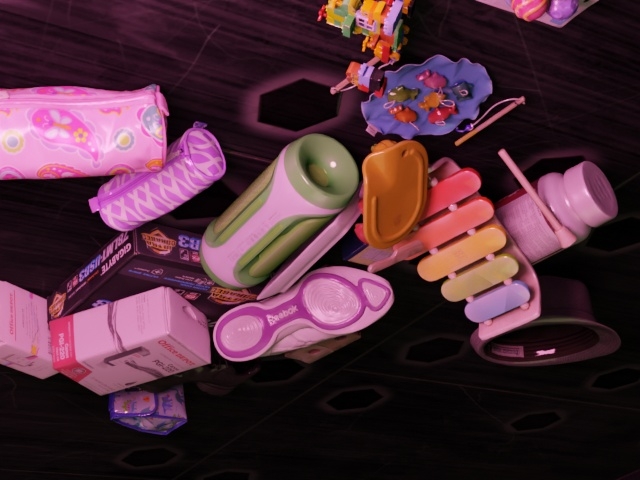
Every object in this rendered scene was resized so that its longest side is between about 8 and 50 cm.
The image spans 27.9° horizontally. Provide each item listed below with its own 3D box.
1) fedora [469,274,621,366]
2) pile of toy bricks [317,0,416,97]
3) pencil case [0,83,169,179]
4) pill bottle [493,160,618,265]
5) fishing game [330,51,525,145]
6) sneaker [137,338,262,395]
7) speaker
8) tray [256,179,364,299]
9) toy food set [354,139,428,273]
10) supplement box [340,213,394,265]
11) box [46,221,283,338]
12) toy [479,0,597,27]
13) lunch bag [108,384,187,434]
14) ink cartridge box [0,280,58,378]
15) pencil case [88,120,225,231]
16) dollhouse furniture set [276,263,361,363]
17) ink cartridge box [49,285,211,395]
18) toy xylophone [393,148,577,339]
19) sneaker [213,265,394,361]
[{"bbox_3d":[0.416,0.143,2.412,0.275,0.124,0.244,-14,151,26],"label":"fedora"},{"bbox_3d":[0.048,-0.266,1.566,0.105,0.118,0.212,23,163,7],"label":"pile of toy bricks"},{"bbox_3d":[-0.337,-0.141,1.644,0.284,0.124,0.124,-1,151,-13],"label":"pencil case"},{"bbox_3d":[0.354,-0.034,2.060,0.221,0.121,0.121,-30,146,33],"label":"pill bottle"},{"bbox_3d":[0.147,-0.189,1.791,0.189,0.041,0.264,-31,144,34],"label":"fishing game"},{"bbox_3d":[-0.229,0.217,2.374,0.130,0.109,0.286,-26,158,38],"label":"sneaker"},{"bbox_3d":[-0.067,-0.037,1.919,0.131,0.131,0.296,9,147,-32],"label":"speaker"},{"bbox_3d":[0.000,0.000,2.002,0.030,0.145,0.270,42,140,-3],"label":"tray"},{"bbox_3d":[0.090,-0.062,1.890,0.128,0.071,0.217,-29,136,-32],"label":"toy food set"},{"bbox_3d":[0.080,-0.009,2.062,0.083,0.083,0.056,14,145,-37],"label":"supplement box"},{"bbox_3d":[-0.259,0.085,2.152,0.296,0.073,0.293,14,143,-37],"label":"box"},{"bbox_3d":[0.267,-0.309,1.581,0.237,0.056,0.137,12,147,-36],"label":"toy"},{"bbox_3d":[-0.336,0.289,2.451,0.151,0.128,0.096,16,142,-36],"label":"lunch bag"},{"bbox_3d":[-0.506,0.144,2.137,0.067,0.115,0.198,-22,149,24],"label":"ink cartridge box"},{"bbox_3d":[-0.226,-0.084,1.819,0.206,0.086,0.088,-30,166,34],"label":"pencil case"},{"bbox_3d":[0.037,0.143,2.289,0.129,0.129,0.184,-29,146,33],"label":"dollhouse furniture set"},{"bbox_3d":[-0.309,0.167,2.118,0.218,0.092,0.158,-19,151,15],"label":"ink cartridge box"},{"bbox_3d":[0.240,-0.009,1.991,0.323,0.081,0.236,45,125,-12],"label":"toy xylophone"},{"bbox_3d":[-0.023,0.117,2.139,0.305,0.114,0.152,-16,173,13],"label":"sneaker"}]
